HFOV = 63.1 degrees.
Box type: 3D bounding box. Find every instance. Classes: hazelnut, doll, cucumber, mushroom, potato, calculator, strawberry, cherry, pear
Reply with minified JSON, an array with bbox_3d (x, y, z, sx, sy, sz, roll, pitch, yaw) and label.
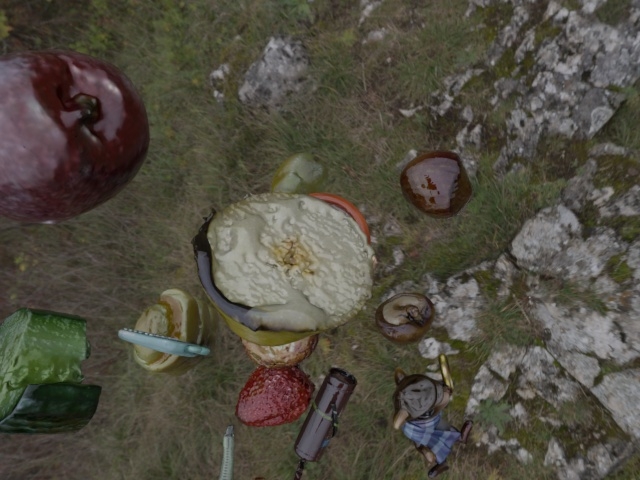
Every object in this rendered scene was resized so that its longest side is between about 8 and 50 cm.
[{"bbox_3d":[0.348,-0.157,1.570,0.218,0.234,0.218,-17,45,18],"label":"hazelnut"},{"bbox_3d":[0.366,0.567,1.705,0.209,0.340,0.318,-10,36,32],"label":"doll"},{"bbox_3d":[-0.434,0.207,0.799,0.191,0.130,0.191,-14,65,30],"label":"cucumber"},{"bbox_3d":[0.298,0.281,1.844,0.194,0.231,0.138,-3,114,56],"label":"mushroom"},{"bbox_3d":[-0.069,-0.181,1.624,0.157,0.194,0.157,18,129,24],"label":"potato"},{"bbox_3d":[-0.463,0.305,1.542,0.295,0.184,0.042,7,77,23],"label":"calculator"},{"bbox_3d":[-0.177,0.579,1.921,0.238,0.288,0.250,30,136,45],"label":"strawberry"},{"bbox_3d":[-0.346,-0.126,0.656,0.300,0.230,0.203,-9,118,34],"label":"cherry"},{"bbox_3d":[-0.059,0.069,0.758,0.267,0.267,0.178,42,136,20],"label":"pear"}]

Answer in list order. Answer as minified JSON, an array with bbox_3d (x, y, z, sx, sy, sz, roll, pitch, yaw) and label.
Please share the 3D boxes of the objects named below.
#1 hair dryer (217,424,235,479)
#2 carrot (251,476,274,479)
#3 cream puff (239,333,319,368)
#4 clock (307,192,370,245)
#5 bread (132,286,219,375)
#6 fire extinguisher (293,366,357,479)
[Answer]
[{"bbox_3d":[-0.106,0.303,0.487,0.067,0.167,0.199,3,102,12],"label":"hair dryer"},{"bbox_3d":[-0.065,0.646,1.228,0.254,0.196,0.196,-5,82,40],"label":"carrot"},{"bbox_3d":[-0.120,0.248,1.510,0.239,0.164,0.240,1,99,7],"label":"cream puff"},{"bbox_3d":[0.000,0.000,1.064,0.205,0.051,0.205,0,74,-1],"label":"clock"},{"bbox_3d":[-0.496,0.328,1.820,0.210,0.341,0.301,25,73,16],"label":"bread"},{"bbox_3d":[0.001,0.556,1.557,0.105,0.141,0.341,25,99,10],"label":"fire extinguisher"}]
